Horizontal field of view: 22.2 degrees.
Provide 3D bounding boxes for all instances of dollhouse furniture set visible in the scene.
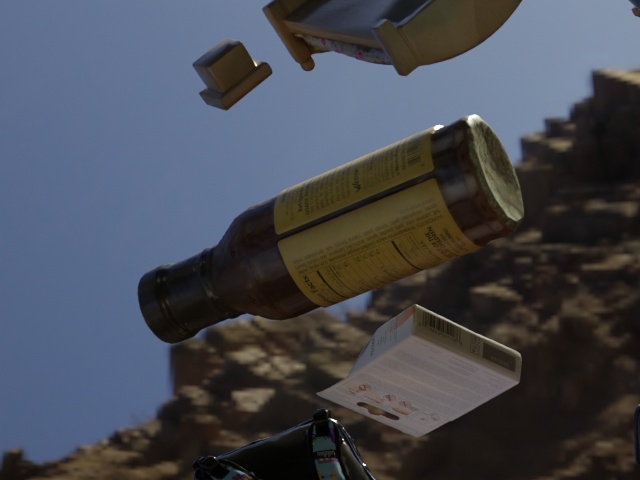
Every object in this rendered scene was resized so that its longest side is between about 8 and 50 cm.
[{"bbox_3d":[0.136,-0.142,1.155,0.355,0.303,0.174,-39,-66,-12],"label":"dollhouse furniture set"}]

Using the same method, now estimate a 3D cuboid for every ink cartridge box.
[{"bbox_3d":[0.105,0.143,1.748,0.145,0.179,0.045,25,-126,-25],"label":"ink cartridge box"}]

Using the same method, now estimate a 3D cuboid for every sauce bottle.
[{"bbox_3d":[0.000,0.000,1.389,0.111,0.344,0.111,45,-146,-43],"label":"sauce bottle"}]

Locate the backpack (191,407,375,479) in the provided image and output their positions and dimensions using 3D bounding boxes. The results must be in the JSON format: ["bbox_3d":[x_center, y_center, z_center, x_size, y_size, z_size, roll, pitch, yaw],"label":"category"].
[{"bbox_3d":[-0.015,0.258,1.460,0.158,0.173,0.117,-21,-46,-17],"label":"backpack"}]

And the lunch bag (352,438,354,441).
[{"bbox_3d":[-0.001,0.255,1.950,0.067,0.098,0.065,16,-108,-10],"label":"lunch bag"}]

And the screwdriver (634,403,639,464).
[{"bbox_3d":[0.273,0.103,1.340,0.024,0.025,0.170,-3,-79,-28],"label":"screwdriver"}]

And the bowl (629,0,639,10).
[{"bbox_3d":[0.263,-0.165,0.717,0.163,0.311,0.311,55,-129,-29],"label":"bowl"}]
